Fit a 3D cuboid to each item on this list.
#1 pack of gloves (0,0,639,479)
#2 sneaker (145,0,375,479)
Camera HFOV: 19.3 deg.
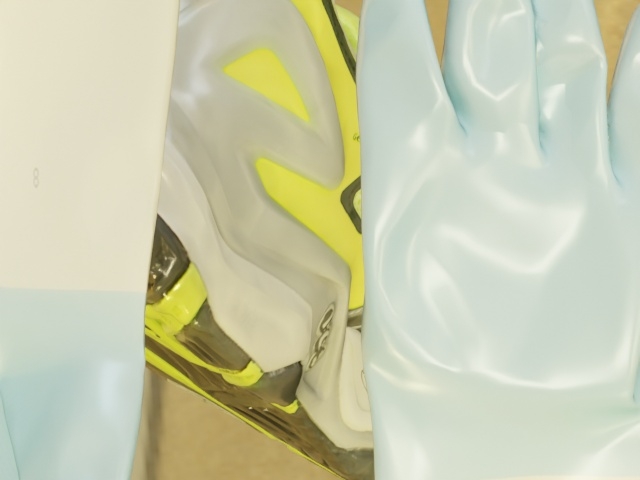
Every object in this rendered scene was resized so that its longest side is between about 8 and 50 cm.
[{"bbox_3d":[-0.013,0.036,0.429,0.195,0.046,0.232,-1,95,7],"label":"pack of gloves"},{"bbox_3d":[0.000,0.000,0.707,0.145,0.384,0.147,26,79,17],"label":"sneaker"}]
